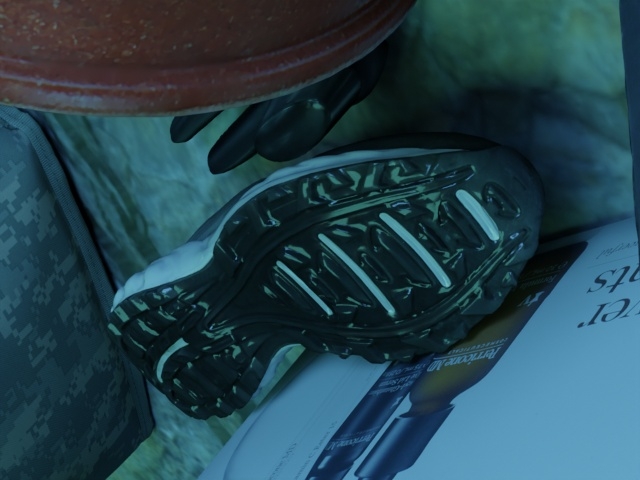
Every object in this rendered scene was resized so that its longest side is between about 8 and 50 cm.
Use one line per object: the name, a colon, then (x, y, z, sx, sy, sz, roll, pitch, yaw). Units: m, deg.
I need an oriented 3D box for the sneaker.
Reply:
sneaker: (0.000, 0.000, 0.664, 0.100, 0.108, 0.271, 48, 144, -15)

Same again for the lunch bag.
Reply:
lunch bag: (-0.247, 0.076, 0.877, 0.169, 0.235, 0.287, 22, 139, 26)

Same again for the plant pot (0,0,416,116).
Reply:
plant pot: (-0.053, -0.222, 0.379, 0.272, 0.272, 0.265, 36, 136, 12)

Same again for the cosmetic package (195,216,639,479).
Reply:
cosmetic package: (0.067, 0.113, 0.554, 0.097, 0.284, 0.377, 50, 144, -15)

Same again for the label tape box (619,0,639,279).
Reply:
label tape box: (0.168, -0.035, 0.272, 0.105, 0.334, 0.240, 13, 150, -19)

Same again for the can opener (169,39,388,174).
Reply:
can opener: (-0.029, -0.070, 0.668, 0.059, 0.073, 0.186, 50, 155, -12)
